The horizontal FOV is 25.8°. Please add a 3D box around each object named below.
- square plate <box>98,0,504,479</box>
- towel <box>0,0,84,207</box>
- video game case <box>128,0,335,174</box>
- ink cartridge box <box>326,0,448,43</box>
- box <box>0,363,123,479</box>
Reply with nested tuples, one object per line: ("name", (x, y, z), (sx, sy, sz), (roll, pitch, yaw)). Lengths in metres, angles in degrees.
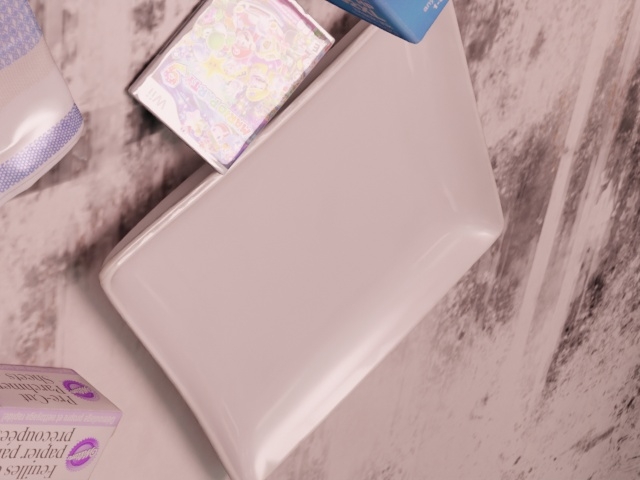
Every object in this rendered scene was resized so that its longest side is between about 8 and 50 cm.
("square plate", (0.000, 0.000, 1.112), (0.344, 0.049, 0.347), (-45, 145, -16))
("towel", (-0.246, -0.091, 0.743), (0.209, 0.034, 0.285), (-43, 144, -19))
("video game case", (-0.058, -0.117, 0.933), (0.087, 0.011, 0.122), (42, 83, -25))
("ink cartridge box", (0.015, -0.290, 0.806), (0.223, 0.129, 0.307), (-55, 146, 0))
("box", (-0.263, 0.112, 0.868), (0.324, 0.067, 0.063), (13, 108, -54))
